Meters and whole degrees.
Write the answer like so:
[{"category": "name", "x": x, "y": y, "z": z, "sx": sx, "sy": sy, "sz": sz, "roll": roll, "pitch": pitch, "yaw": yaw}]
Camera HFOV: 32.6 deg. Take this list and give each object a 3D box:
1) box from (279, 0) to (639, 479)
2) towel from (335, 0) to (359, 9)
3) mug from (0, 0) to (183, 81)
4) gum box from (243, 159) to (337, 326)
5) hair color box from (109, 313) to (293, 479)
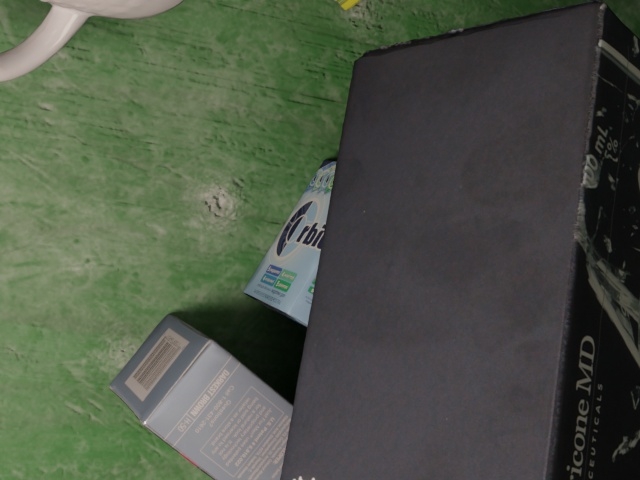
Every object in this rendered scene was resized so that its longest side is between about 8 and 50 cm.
[{"category": "box", "x": 0.244, "y": 0.099, "z": 1.102, "sx": 0.471, "sy": 0.297, "sz": 0.480, "roll": 25, "pitch": 68, "yaw": -42}, {"category": "towel", "x": -0.023, "y": -0.358, "z": 1.203, "sx": 0.237, "sy": 0.102, "sz": 0.021, "roll": 40, "pitch": 51, "yaw": -19}, {"category": "mug", "x": -0.267, "y": -0.322, "z": 1.005, "sx": 0.328, "sy": 0.276, "sz": 0.374, "roll": 35, "pitch": 86, "yaw": -48}, {"category": "gum box", "x": 0.000, "y": 0.000, "z": 1.213, "sx": 0.041, "sy": 0.157, "sz": 0.184, "roll": 33, "pitch": 83, "yaw": -21}, {"category": "hair color box", "x": -0.041, "y": 0.246, "z": 1.206, "sx": 0.374, "sy": 0.185, "sz": 0.113, "roll": 41, "pitch": 80, "yaw": -19}]
